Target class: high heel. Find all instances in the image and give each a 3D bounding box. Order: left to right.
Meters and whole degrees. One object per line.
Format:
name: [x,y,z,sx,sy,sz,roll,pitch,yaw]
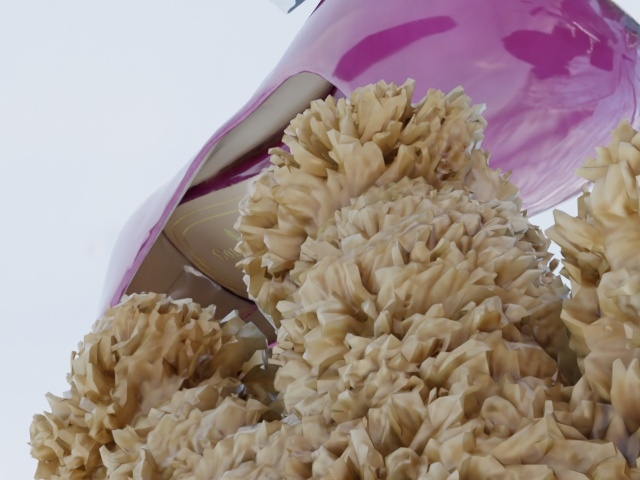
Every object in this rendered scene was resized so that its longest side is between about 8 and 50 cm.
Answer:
high heel: [0.000,0.000,0.640,0.181,0.127,0.377,-53,-174,-13]

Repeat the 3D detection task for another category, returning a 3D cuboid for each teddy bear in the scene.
teddy bear: [0.020,0.076,0.352,0.245,0.338,0.113,-30,128,15]

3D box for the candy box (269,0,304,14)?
candy box: [-0.009,-0.231,0.840,0.196,0.165,0.070,-34,-145,36]
